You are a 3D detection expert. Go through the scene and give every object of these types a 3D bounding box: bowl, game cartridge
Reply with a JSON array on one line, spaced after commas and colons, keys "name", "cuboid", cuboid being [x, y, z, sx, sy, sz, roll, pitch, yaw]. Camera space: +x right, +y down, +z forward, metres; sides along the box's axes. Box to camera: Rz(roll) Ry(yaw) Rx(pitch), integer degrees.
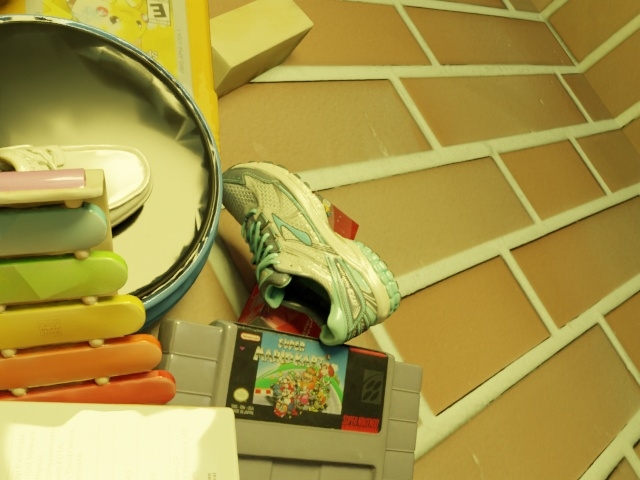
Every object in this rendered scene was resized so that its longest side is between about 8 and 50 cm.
[{"name": "bowl", "cuboid": [-0.291, -0.075, 0.754, 0.390, 0.077, 0.392, 11, 65, -25]}, {"name": "game cartridge", "cuboid": [-0.277, -0.228, 0.896, 0.285, 0.052, 0.324, 1, 69, -27]}, {"name": "game cartridge", "cuboid": [-0.031, 0.225, 0.785, 0.354, 0.068, 0.230, 16, 78, -32]}]

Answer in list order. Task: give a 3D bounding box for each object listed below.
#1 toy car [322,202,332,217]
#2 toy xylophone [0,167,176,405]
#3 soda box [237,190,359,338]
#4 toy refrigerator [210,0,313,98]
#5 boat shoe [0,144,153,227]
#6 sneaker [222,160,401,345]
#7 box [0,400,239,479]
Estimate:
[{"name": "toy car", "cuboid": [0.000, 0.000, 0.926, 0.060, 0.040, 0.122, 3, 60, -42]}, {"name": "toy xylophone", "cuboid": [-0.265, 0.068, 0.595, 0.236, 0.323, 0.081, -11, 40, -10]}, {"name": "soda box", "cuboid": [-0.030, 0.054, 0.954, 0.092, 0.083, 0.263, 38, 43, -15]}, {"name": "toy refrigerator", "cuboid": [-0.130, -0.329, 1.142, 0.094, 0.102, 0.269, 47, 41, -2]}, {"name": "boat shoe", "cuboid": [-0.279, -0.042, 0.642, 0.277, 0.096, 0.098, -21, 82, -33]}, {"name": "sneaker", "cuboid": [-0.039, 0.011, 0.827, 0.283, 0.110, 0.122, 40, 53, 19]}, {"name": "box", "cuboid": [-0.251, 0.229, 0.483, 0.345, 0.215, 0.168, 8, 54, -24]}]
